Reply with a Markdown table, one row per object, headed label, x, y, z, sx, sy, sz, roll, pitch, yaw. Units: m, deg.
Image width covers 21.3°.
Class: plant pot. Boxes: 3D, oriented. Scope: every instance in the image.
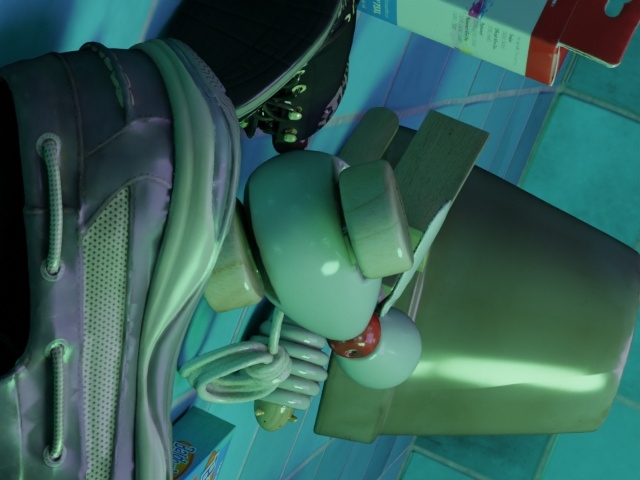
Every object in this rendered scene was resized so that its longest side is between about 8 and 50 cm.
| label | x | y | z | sx | sy | sz | roll | pitch | yaw |
| --- | --- | --- | --- | --- | --- | --- | --- | --- | --- |
| plant pot | 0.162 | 0.071 | 1.710 | 0.323 | 0.280 | 0.323 | 14 | 90 | -88 |

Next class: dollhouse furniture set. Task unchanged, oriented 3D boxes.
| label | x | y | z | sx | sy | sz | roll | pitch | yaw |
| --- | --- | --- | --- | --- | --- | --- | --- | --- | --- |
| dollhouse furniture set | 0.052 | -0.034 | 1.505 | 0.123 | 0.144 | 0.151 | -59 | 165 | -31 |

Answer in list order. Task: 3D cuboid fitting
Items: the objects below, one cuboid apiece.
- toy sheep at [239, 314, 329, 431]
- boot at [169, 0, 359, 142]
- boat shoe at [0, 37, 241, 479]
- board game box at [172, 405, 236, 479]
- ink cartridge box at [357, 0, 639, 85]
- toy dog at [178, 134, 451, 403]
| label | x | y | z | sx | sy | sz | roll | pitch | yaw |
| --- | --- | --- | --- | --- | --- | --- | --- | --- | --- |
| toy sheep | -0.033 | 0.112 | 1.573 | 0.091 | 0.091 | 0.132 | 36 | 64 | -79 |
| boot | -0.030 | -0.113 | 1.115 | 0.178 | 0.085 | 0.236 | 99 | 17 | -52 |
| boat shoe | -0.146 | 0.064 | 0.859 | 0.132 | 0.130 | 0.355 | 36 | -63 | 56 |
| board game box | -0.147 | 0.247 | 1.401 | 0.210 | 0.047 | 0.160 | -43 | 154 | -66 |
| ink cartridge box | 0.152 | -0.217 | 1.373 | 0.134 | 0.231 | 0.078 | -63 | 169 | -18 |
| toy dog | 0.000 | 0.000 | 1.316 | 0.333 | 0.220 | 0.161 | 106 | -20 | -66 |
